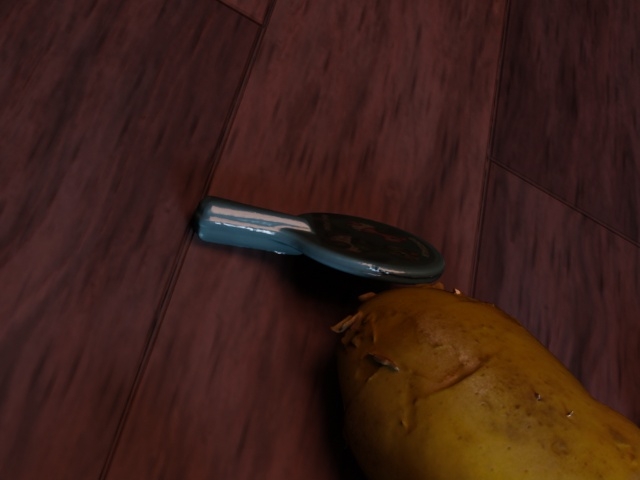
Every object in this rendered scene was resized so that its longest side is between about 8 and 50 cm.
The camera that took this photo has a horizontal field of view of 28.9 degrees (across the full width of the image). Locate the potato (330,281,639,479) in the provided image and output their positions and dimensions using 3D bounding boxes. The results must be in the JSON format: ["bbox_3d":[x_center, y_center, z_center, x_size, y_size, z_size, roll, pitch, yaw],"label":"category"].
[{"bbox_3d":[0.118,0.144,0.856,0.173,0.140,0.300,-32,52,-16],"label":"potato"}]

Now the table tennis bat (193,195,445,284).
[{"bbox_3d":[0.000,0.000,0.962,0.201,0.033,0.124,11,16,-16],"label":"table tennis bat"}]
